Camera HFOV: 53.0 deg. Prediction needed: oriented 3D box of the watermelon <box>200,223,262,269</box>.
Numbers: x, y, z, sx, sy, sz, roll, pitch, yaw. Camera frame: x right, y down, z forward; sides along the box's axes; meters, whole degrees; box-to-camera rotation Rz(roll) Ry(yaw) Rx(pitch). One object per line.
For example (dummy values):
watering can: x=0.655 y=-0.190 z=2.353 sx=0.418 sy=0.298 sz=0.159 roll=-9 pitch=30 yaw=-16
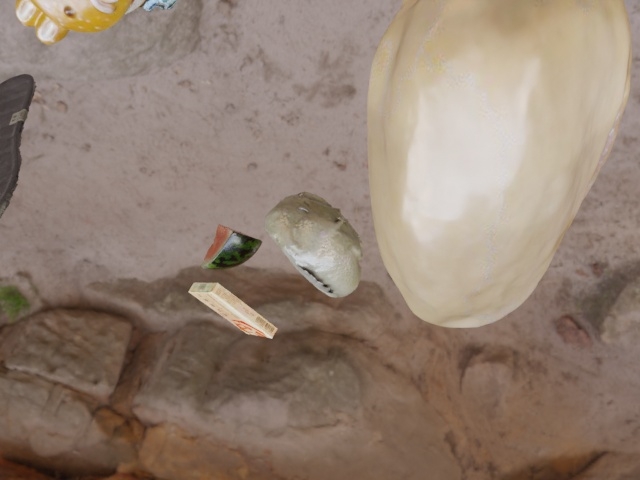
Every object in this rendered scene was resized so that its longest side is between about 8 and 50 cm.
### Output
watermelon: x=-0.263 y=0.037 z=1.856 sx=0.137 sy=0.145 sz=0.193 roll=24 pitch=178 yaw=19

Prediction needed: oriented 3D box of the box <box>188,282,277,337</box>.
box: x=-0.097 y=0.077 z=0.711 sx=0.093 sy=0.015 sz=0.058 roll=42 pitch=154 yaw=-27

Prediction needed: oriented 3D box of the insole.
insole: x=-0.373 y=-0.097 z=0.721 sx=0.110 sy=0.310 sz=0.012 roll=-18 pitch=136 yaw=11

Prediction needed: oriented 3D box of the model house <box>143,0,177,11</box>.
model house: x=-0.379 y=-0.696 z=1.424 sx=0.225 sy=0.241 sz=0.261 roll=-24 pitch=138 yaw=36

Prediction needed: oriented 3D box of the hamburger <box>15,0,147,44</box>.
hamburger: x=-0.478 y=-0.528 z=1.245 sx=0.302 sy=0.186 sz=0.261 roll=-20 pitch=122 yaw=36

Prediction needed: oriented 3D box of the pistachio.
pistachio: x=0.129 y=-0.079 z=0.490 sx=0.187 sy=0.188 sz=0.299 roll=3 pitch=123 yaw=10

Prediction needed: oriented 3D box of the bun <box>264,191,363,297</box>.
bun: x=0.000 y=0.000 z=1.260 sx=0.141 sy=0.239 sz=0.239 roll=-41 pitch=125 yaw=1
